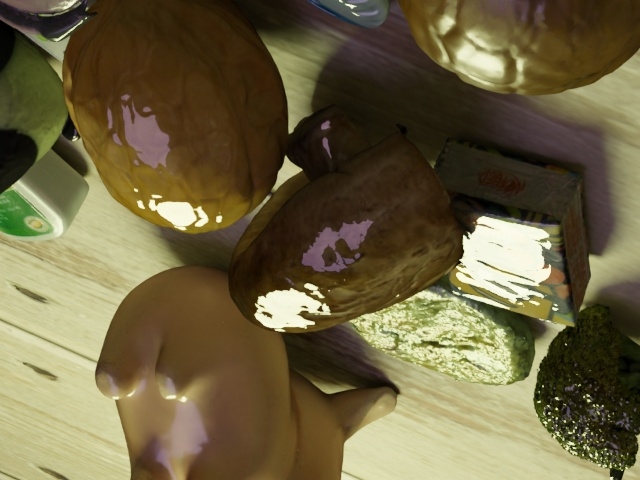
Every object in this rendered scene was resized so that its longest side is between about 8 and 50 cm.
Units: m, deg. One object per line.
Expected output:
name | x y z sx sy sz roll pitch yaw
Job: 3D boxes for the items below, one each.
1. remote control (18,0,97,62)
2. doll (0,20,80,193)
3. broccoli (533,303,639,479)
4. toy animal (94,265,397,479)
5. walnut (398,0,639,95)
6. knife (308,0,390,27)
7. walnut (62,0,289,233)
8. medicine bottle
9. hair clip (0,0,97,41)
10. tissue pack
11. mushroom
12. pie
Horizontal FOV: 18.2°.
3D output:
remote control | -0.210 -0.188 1.507 0.250 0.034 0.103 37 153 -24
doll | -0.300 -0.135 1.585 0.135 0.143 0.234 -35 127 12
broccoli | 0.231 0.120 1.609 0.120 0.131 0.130 -17 149 -6
toy animal | -0.091 0.166 1.885 0.237 0.269 0.326 9 118 30
walnut | 0.117 -0.166 1.084 0.167 0.167 0.207 22 163 9
knife | -0.050 -0.204 1.328 0.222 0.031 0.064 31 158 -9
walnut | -0.103 -0.100 1.424 0.159 0.159 0.207 10 141 31
medicine bottle | -0.297 -0.076 1.766 0.119 0.069 0.183 2 145 46
hair clip | -0.237 -0.270 1.195 0.110 0.095 0.359 -29 110 9
tissue pack | 0.143 -0.006 1.498 0.108 0.060 0.148 15 152 21
mushroom | 0.000 0.000 1.472 0.156 0.151 0.285 53 167 -4
pie | 0.097 0.068 1.708 0.187 0.041 0.187 20 155 10
